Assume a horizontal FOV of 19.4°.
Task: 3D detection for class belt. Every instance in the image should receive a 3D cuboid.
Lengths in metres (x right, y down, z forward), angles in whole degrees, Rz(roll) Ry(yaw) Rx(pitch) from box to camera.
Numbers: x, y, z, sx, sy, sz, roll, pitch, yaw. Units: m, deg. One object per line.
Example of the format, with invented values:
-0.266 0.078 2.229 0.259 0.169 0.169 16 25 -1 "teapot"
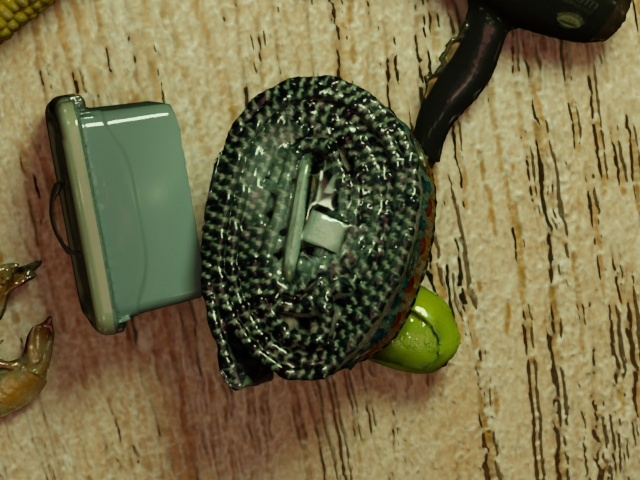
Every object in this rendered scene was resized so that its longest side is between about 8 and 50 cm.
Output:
0.000 0.000 1.759 0.206 0.160 0.295 5 87 9 "belt"

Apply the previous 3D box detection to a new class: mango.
0.060 0.076 1.849 0.165 0.074 0.091 24 96 11 "mango"

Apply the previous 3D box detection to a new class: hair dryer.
0.104 -0.177 1.810 0.303 0.120 0.359 22 105 -13 "hair dryer"

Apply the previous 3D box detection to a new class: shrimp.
-0.325 0.099 1.849 0.132 0.052 0.187 30 102 -18 "shrimp"

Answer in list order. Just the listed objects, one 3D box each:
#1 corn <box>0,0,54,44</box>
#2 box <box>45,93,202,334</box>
-0.283 -0.275 1.764 0.347 0.130 0.130 -41 97 5 "corn"
-0.193 -0.032 1.784 0.130 0.162 0.227 -12 98 -12 "box"
